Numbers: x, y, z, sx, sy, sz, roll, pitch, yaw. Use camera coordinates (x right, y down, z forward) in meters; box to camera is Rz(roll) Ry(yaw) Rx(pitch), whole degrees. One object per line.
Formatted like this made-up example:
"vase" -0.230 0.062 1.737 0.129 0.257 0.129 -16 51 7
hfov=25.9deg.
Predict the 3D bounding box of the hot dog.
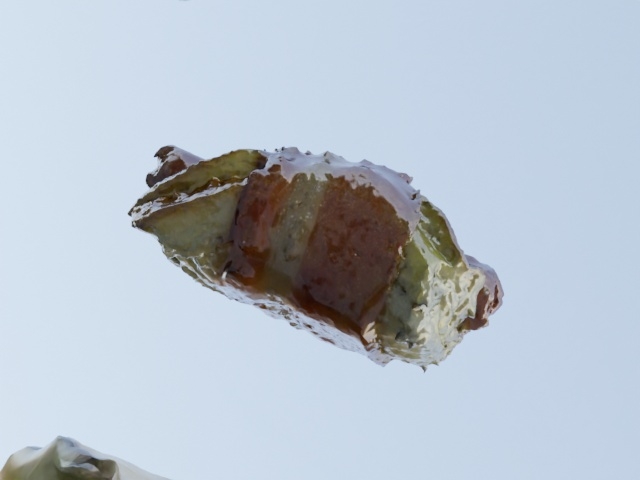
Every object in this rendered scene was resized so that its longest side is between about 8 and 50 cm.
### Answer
"hot dog" 0.000 0.000 0.782 0.213 0.146 0.103 24 -97 3

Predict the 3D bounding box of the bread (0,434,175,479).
"bread" -0.059 0.262 0.692 0.211 0.270 0.316 -53 -137 1
